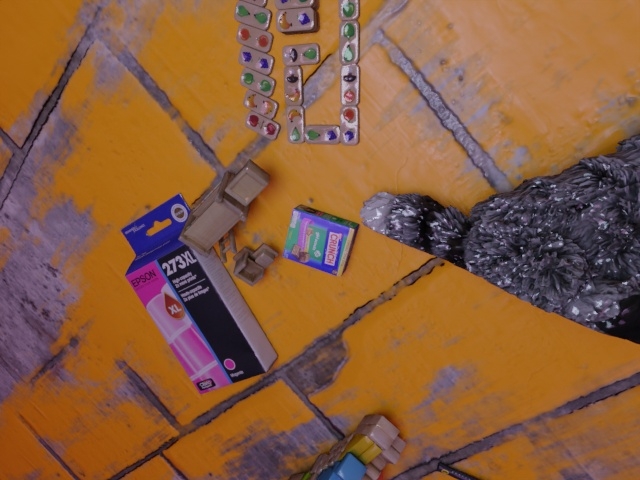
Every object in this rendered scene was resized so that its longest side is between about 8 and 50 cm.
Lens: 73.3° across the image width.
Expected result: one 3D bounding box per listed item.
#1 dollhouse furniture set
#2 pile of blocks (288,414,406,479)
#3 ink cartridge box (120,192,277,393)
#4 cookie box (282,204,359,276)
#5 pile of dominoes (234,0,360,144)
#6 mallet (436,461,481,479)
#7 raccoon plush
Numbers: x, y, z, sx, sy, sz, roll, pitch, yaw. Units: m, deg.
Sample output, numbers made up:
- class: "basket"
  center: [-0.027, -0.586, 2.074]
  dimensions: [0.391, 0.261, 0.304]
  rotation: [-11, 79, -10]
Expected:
- class: "dollhouse furniture set"
  center: [-0.112, -0.039, 0.732]
  dimensions: [0.161, 0.101, 0.182]
  rotation: [38, 118, -25]
- class: "pile of blocks"
  center: [0.038, 0.475, 0.813]
  dimensions: [0.113, 0.149, 0.362]
  rotation: [41, 115, 2]
- class: "ink cartridge box"
  center: [-0.248, 0.112, 0.830]
  dimensions: [0.176, 0.069, 0.370]
  rotation: [-25, 97, 24]
- class: "cookie box"
  center: [0.000, 0.000, 0.717]
  dimensions: [0.107, 0.040, 0.091]
  rotation: [19, 113, 11]
- class: "pile of dominoes"
  center: [-0.041, -0.267, 0.637]
  dimensions: [0.196, 0.040, 0.250]
  rotation: [4, 109, 17]
- class: "mallet"
  center: [0.310, 0.442, 0.776]
  dimensions: [0.190, 0.039, 0.062]
  rotation: [23, 115, 14]
- class: "raccoon plush"
  center: [0.283, -0.079, 0.520]
  dimensions: [0.447, 0.216, 0.298]
  rotation: [23, 99, 16]
